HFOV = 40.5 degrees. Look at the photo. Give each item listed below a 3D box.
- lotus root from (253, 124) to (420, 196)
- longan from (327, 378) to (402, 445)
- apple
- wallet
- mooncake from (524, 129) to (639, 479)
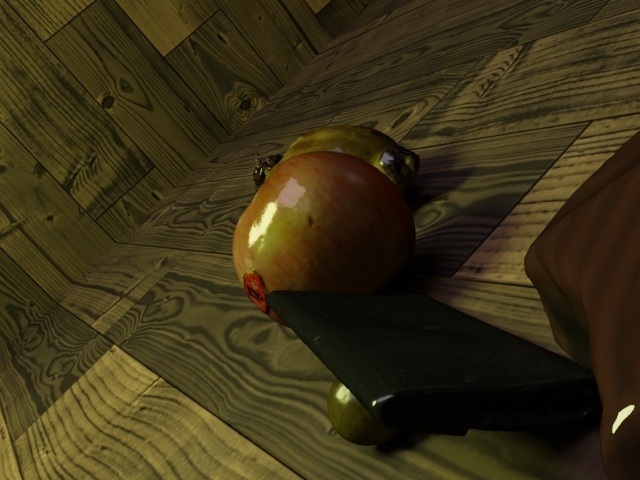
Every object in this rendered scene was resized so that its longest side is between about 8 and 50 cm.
[{"bbox_3d":[0.021,-0.075,1.182,0.314,0.141,0.169,1,46,52],"label":"lotus root"},{"bbox_3d":[0.047,0.136,0.726,0.083,0.075,0.075,-2,4,-21],"label":"longan"},{"bbox_3d":[0.000,0.000,0.928,0.209,0.164,0.209,-37,-9,-7],"label":"apple"},{"bbox_3d":[0.070,0.086,0.696,0.170,0.044,0.321,0,7,-16],"label":"wallet"},{"bbox_3d":[0.235,0.024,0.407,0.334,0.174,0.326,-19,29,49],"label":"mooncake"}]
